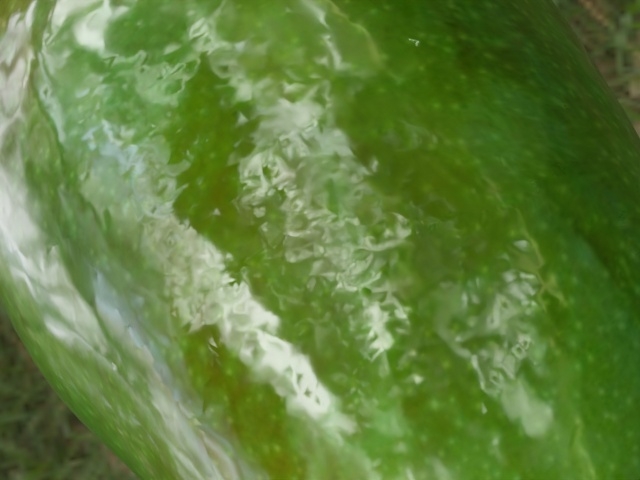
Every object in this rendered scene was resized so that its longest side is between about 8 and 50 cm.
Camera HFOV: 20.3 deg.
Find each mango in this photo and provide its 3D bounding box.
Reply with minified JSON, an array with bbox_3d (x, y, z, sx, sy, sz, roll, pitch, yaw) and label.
[{"bbox_3d":[0.000,0.000,0.624,0.201,0.225,0.382,86,163,-52],"label":"mango"}]
